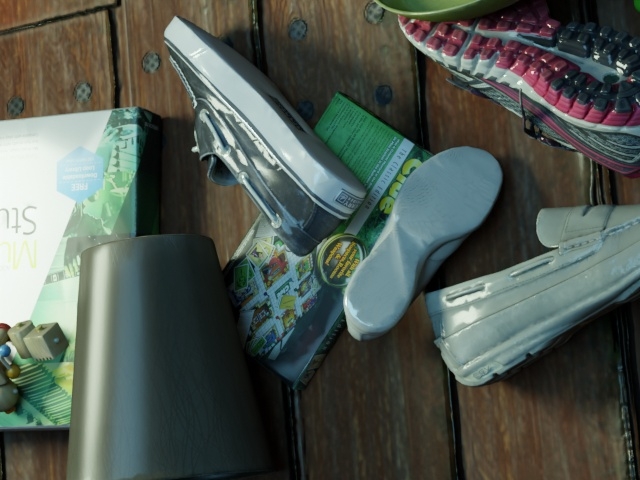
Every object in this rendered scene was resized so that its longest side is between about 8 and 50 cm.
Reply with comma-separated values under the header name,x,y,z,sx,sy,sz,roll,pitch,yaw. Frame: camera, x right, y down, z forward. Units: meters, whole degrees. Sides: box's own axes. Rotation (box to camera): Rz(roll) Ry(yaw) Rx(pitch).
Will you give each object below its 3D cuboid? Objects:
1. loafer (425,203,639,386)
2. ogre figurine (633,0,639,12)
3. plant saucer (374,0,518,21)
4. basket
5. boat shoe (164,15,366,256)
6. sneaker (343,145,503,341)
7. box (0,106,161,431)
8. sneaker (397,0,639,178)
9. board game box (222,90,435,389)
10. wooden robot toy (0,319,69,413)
name,x,y,z,sx,sy,sz,roll,pitch,yaw
loafer,0.231,0.014,1.690,0.319,0.112,0.111,-32,78,18
ogre figurine,0.319,-0.262,1.706,0.197,0.097,0.118,41,82,9
plant saucer,0.156,-0.274,1.752,0.241,0.037,0.241,-24,35,18
basket,-0.152,0.116,1.806,0.154,0.204,0.226,153,111,-64
boat shoe,-0.076,-0.100,1.842,0.102,0.108,0.301,-49,58,12
sneaker,0.088,0.004,1.781,0.080,0.094,0.212,37,74,9
box,-0.275,0.034,1.955,0.232,0.058,0.322,-4,82,25
sneaker,0.186,-0.149,1.742,0.121,0.112,0.299,-38,50,-20
board game box,0.000,0.000,1.847,0.136,0.030,0.259,37,99,28
wooden robot toy,-0.314,0.131,1.906,0.173,0.076,0.079,-18,110,22
